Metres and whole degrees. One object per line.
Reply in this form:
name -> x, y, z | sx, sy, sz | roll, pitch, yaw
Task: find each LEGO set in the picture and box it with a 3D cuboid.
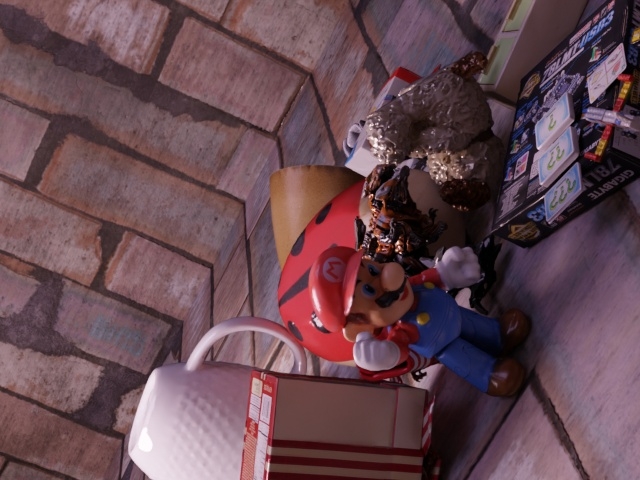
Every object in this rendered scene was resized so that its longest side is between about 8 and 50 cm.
LEGO set -> 0.339, -0.162, 1.501 | 0.244, 0.060, 0.182 | -50, 26, 45

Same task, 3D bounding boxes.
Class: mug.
mug -> -0.158, 0.317, 2.172 | 0.276, 0.328, 0.374 | -118, 47, -72

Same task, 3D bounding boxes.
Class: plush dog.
plush dog -> 0.225, -0.161, 1.883 | 0.210, 0.225, 0.262 | -27, 9, 29

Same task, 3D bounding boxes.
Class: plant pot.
plant pot -> 0.000, 0.000, 2.451 | 0.237, 0.237, 0.254 | 149, 129, -66

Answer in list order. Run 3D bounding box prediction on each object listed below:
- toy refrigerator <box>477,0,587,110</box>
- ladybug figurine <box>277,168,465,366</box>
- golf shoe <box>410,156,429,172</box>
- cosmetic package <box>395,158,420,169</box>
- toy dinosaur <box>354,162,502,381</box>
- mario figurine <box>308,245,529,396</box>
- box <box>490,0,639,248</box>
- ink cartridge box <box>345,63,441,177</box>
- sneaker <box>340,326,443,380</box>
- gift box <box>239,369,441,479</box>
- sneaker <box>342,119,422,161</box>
toy refrigerator -> 0.354, -0.353, 1.937 | 0.270, 0.094, 0.102 | -66, 15, 3
ladybug figurine -> 0.063, 0.052, 2.020 | 0.449, 0.162, 0.305 | -46, 52, 41
golf shoe -> 0.199, -0.097, 2.062 | 0.094, 0.077, 0.198 | -23, 15, 2
cosmetic package -> 0.146, -0.032, 2.201 | 0.231, 0.085, 0.117 | -70, 15, -8
toy dinosaur -> 0.147, 0.045, 1.802 | 0.218, 0.322, 0.164 | 3, 33, 40
mario figurine -> 0.137, 0.092, 1.561 | 0.170, 0.320, 0.198 | -63, 16, 15
box -> 0.363, -0.173, 1.668 | 0.295, 0.073, 0.293 | -43, 27, 57
ink cartridge box -> 0.140, -0.240, 2.255 | 0.231, 0.078, 0.134 | -65, 6, -16
sneaker -> 0.074, 0.140, 1.711 | 0.221, 0.128, 0.087 | 8, 107, 47
gift box -> 0.033, 0.295, 1.729 | 0.255, 0.258, 0.276 | -171, 90, -77
sneaker -> 0.134, -0.221, 2.392 | 0.101, 0.153, 0.269 | -49, 22, 48
